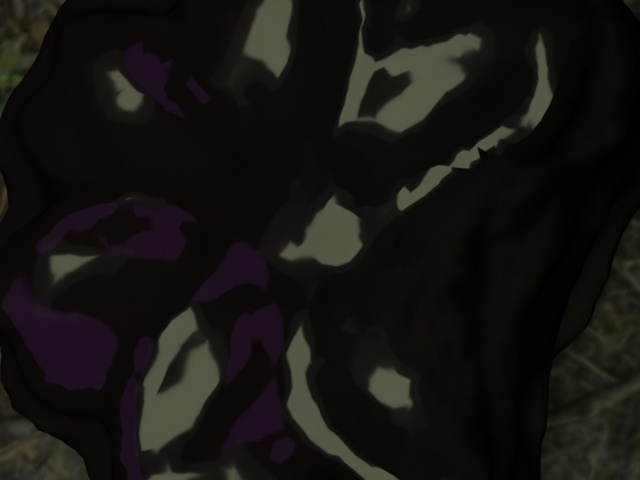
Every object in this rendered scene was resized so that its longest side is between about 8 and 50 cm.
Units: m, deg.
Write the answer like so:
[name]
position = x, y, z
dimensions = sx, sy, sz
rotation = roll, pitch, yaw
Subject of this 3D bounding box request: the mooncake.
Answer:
[mooncake]
position = 0.000, 0.000, 0.895
dimensions = 0.350, 0.212, 0.381
rotation = 6, 87, 20

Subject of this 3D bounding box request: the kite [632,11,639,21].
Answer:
[kite]
position = 0.162, -0.193, 0.965
dimensions = 0.360, 0.022, 0.204
rotation = 12, 90, 13
